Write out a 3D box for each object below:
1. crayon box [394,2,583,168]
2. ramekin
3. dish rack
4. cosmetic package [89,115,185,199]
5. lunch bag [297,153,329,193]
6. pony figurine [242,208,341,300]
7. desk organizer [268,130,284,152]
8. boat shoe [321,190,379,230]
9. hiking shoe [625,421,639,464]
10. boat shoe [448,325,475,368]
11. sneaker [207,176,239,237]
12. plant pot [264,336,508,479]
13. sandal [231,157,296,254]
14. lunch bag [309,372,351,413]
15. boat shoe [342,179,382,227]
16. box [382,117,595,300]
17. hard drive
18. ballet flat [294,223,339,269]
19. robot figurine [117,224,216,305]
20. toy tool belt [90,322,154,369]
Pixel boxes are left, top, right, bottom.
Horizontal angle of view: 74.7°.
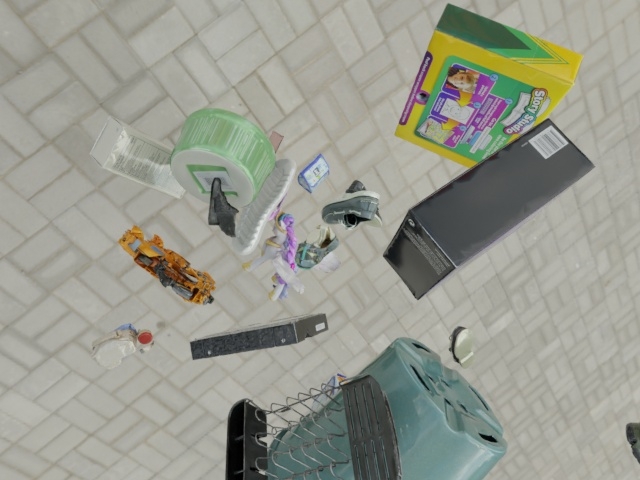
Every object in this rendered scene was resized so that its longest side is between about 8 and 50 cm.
[{"bbox_3d":[0.385,-0.348,1.048,0.312,0.363,0.106,24,66,5],"label":"crayon box"},{"bbox_3d":[-0.301,-0.233,1.274,0.303,0.303,0.148,35,53,-28],"label":"ramekin"},{"bbox_3d":[-0.017,0.315,0.621,0.271,0.208,0.074,-28,136,20],"label":"dish rack"},{"bbox_3d":[-0.580,-0.270,1.407,0.153,0.129,0.296,-57,143,5],"label":"cosmetic package"},{"bbox_3d":[-0.031,-0.291,1.799,0.129,0.096,0.151,-48,163,-11],"label":"lunch bag"},{"bbox_3d":[-0.144,0.085,1.739,0.302,0.351,0.364,-26,157,-47],"label":"pony figurine"},{"bbox_3d":[-0.197,-0.354,1.604,0.050,0.047,0.130,24,96,-36],"label":"desk organizer"},{"bbox_3d":[0.094,-0.091,1.502,0.116,0.319,0.099,13,74,-28],"label":"boat shoe"},{"bbox_3d":[0.583,0.371,0.627,0.086,0.227,0.114,2,139,-46],"label":"hiking shoe"},{"bbox_3d":[0.263,0.196,0.793,0.049,0.043,0.137,-34,136,-4],"label":"boat shoe"},{"bbox_3d":[-0.282,-0.096,1.238,0.089,0.051,0.170,5,100,-22],"label":"sneaker"},{"bbox_3d":[0.130,0.383,0.778,0.341,0.341,0.334,31,105,-28],"label":"plant pot"},{"bbox_3d":[-0.212,-0.131,1.632,0.102,0.169,0.417,27,96,-51],"label":"sandal"},{"bbox_3d":[0.039,0.517,1.176,0.114,0.243,0.303,16,140,-8],"label":"lunch bag"},{"bbox_3d":[0.207,-0.165,1.909,0.340,0.127,0.113,36,68,-49],"label":"boat shoe"},{"bbox_3d":[0.238,-0.038,0.631,0.261,0.184,0.103,-33,77,-13],"label":"box"},{"bbox_3d":[-0.173,0.276,1.225,0.338,0.237,0.064,-15,82,21],"label":"hard drive"},{"bbox_3d":[0.000,0.000,0.903,0.070,0.188,0.070,6,112,15],"label":"ballet flat"},{"bbox_3d":[-0.413,0.077,1.167,0.291,0.211,0.085,34,86,16],"label":"robot figurine"},{"bbox_3d":[-0.285,0.143,0.606,0.083,0.051,0.052,-27,123,-12],"label":"toy tool belt"}]
